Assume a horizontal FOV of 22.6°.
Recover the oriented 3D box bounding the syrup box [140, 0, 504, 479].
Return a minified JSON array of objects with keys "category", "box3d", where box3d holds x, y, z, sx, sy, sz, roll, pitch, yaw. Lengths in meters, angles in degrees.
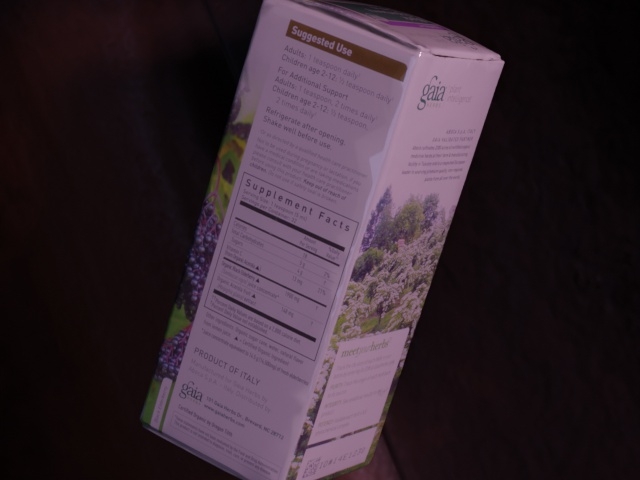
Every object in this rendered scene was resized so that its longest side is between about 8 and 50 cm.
[{"category":"syrup box","box3d":[0.000,0.000,0.813,0.096,0.093,0.237,24,105,27]}]
